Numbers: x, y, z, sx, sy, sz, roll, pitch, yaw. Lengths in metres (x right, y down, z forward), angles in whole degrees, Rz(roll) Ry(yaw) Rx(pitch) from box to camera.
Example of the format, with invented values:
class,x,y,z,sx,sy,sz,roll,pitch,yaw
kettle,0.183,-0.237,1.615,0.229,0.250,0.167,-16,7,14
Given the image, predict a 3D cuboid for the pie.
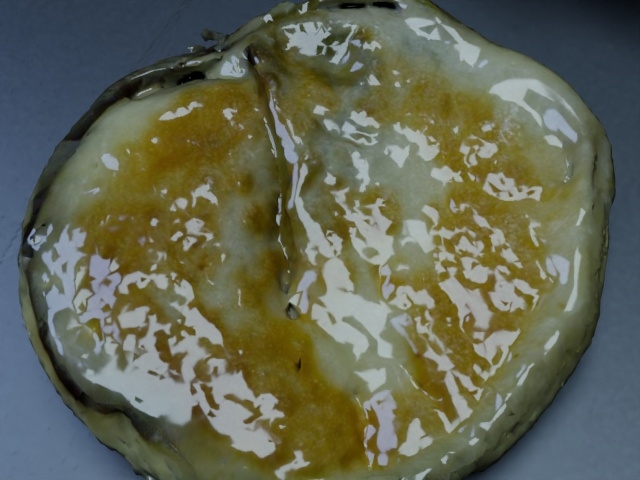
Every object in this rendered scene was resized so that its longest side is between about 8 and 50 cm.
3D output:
class,x,y,z,sx,sy,sz,roll,pitch,yaw
pie,0.000,0.000,0.805,0.339,0.077,0.339,0,65,-1
